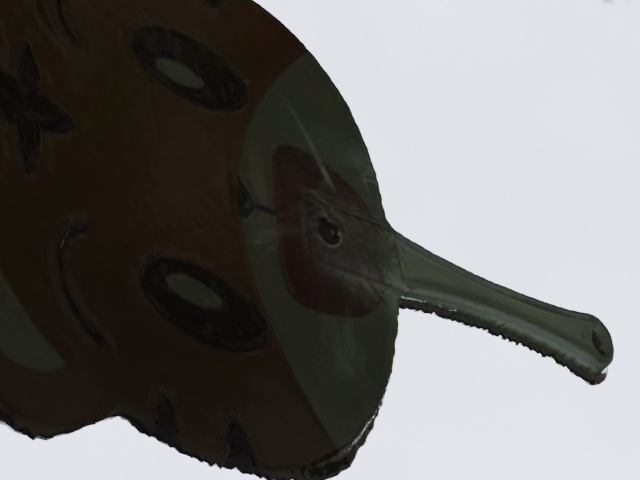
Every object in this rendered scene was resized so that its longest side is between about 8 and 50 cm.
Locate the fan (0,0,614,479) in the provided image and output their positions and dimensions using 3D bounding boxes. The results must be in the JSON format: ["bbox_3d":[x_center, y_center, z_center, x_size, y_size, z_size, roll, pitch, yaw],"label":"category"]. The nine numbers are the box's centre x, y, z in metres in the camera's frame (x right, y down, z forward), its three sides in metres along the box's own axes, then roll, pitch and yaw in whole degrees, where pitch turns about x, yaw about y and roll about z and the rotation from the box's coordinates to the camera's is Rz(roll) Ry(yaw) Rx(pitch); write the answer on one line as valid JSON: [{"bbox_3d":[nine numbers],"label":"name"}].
[{"bbox_3d":[0.000,0.000,0.406,0.226,0.008,0.152,23,-133,-37],"label":"fan"}]
